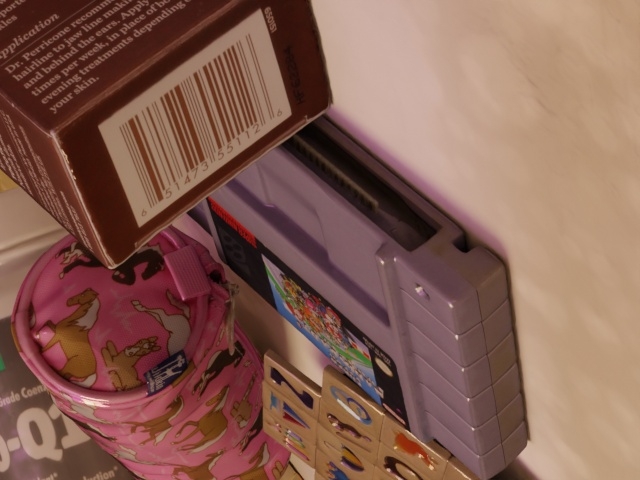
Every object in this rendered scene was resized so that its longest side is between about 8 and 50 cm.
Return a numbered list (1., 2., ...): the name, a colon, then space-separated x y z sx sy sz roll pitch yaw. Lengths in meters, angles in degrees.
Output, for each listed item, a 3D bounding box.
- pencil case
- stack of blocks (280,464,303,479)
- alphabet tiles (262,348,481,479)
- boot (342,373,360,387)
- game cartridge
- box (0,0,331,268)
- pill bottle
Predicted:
1. pencil case: -0.127 0.116 1.610 0.167 0.160 0.386 24 164 17
2. stack of blocks: -0.017 0.356 2.011 0.297 0.087 0.171 53 163 -3
3. alphabet tiles: 0.090 0.217 1.494 0.342 0.011 0.285 36 158 15
4. boot: 0.056 0.156 1.508 0.099 0.045 0.121 59 168 -15
5. game cartridge: 0.000 0.000 1.331 0.355 0.068 0.230 41 155 33
6. box: -0.190 -0.166 1.264 0.381 0.191 0.143 40 159 35
7. pill bottle: -0.252 0.132 1.869 0.204 0.204 0.361 149 101 -73
